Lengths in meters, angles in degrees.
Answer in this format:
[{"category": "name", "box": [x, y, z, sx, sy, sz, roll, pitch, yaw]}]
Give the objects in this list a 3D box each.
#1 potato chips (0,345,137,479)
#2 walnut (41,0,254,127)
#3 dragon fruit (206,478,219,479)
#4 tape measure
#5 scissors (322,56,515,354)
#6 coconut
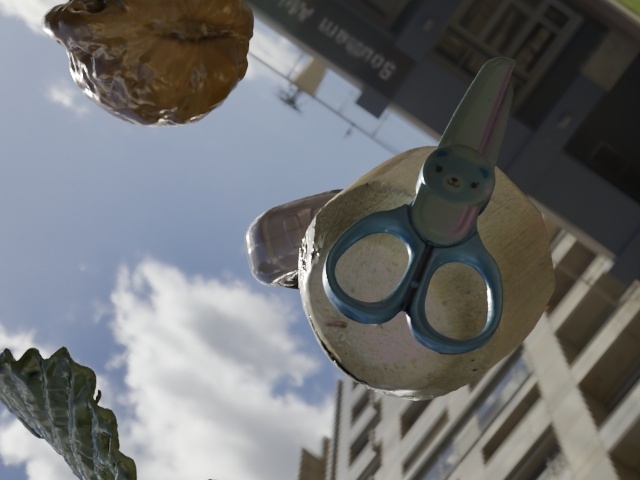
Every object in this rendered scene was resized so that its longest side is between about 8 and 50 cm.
[{"category": "potato chips", "box": [-0.327, 0.291, 1.458, 0.373, 0.097, 0.389, 44, 155, 17]}, {"category": "walnut", "box": [-0.199, -0.244, 1.224, 0.257, 0.225, 0.257, -1, -167, 0]}, {"category": "dragon fruit", "box": [-0.164, 0.513, 1.650, 0.198, 0.273, 0.218, 4, 142, 28]}, {"category": "tape measure", "box": [0.000, 0.000, 1.368, 0.197, 0.236, 0.120, -9, -102, -19]}, {"category": "scissors", "box": [0.097, -0.038, 0.767, 0.125, 0.256, 0.030, 22, 150, 7]}, {"category": "coconut", "box": [0.103, 0.026, 0.951, 0.224, 0.224, 0.234, 39, -151, 14]}]
